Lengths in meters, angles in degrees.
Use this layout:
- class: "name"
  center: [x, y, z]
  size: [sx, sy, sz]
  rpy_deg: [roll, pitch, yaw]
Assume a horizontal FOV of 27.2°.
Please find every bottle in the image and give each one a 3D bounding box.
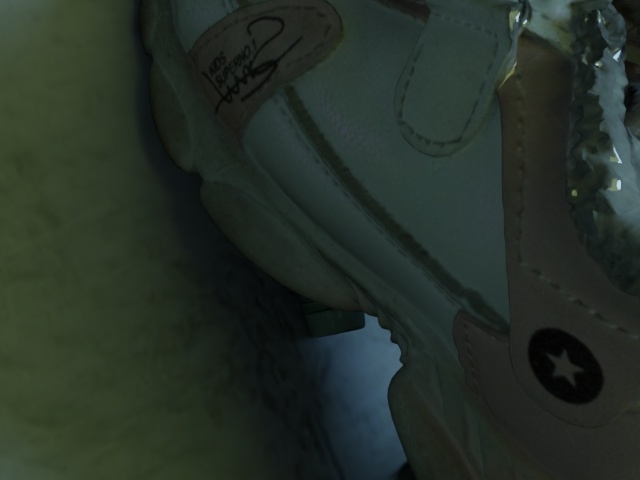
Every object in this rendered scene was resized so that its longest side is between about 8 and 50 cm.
- class: "bottle"
  center: [0.000, 0.000, 0.585]
  size: [0.030, 0.030, 0.083]
  rpy_deg: [-11, 89, -44]

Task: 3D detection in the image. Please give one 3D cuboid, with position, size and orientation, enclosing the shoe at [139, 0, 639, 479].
- class: "shoe"
  center: [0.076, -0.052, 0.476]
  size: [0.172, 0.198, 0.351]
  rpy_deg: [-24, 65, -31]
